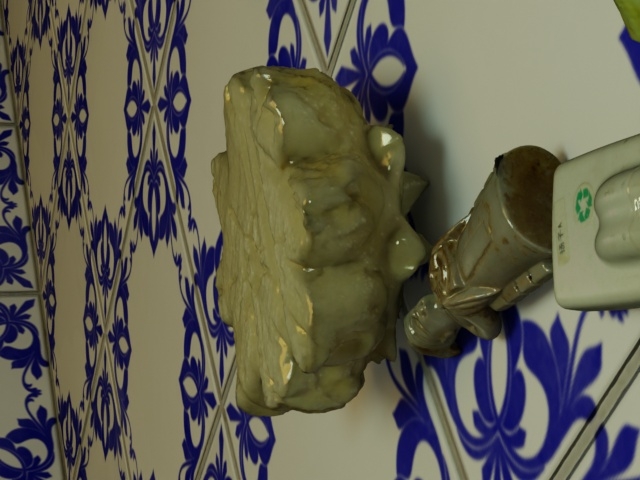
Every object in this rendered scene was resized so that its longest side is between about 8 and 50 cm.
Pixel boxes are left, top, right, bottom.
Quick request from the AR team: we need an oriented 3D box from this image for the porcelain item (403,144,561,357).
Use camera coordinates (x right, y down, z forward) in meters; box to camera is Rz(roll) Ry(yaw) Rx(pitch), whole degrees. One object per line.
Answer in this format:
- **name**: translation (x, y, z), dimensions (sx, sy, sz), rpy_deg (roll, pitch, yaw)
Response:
- **porcelain item**: translation (0.101, 0.021, 0.945), dimensions (0.213, 0.054, 0.084), rpy_deg (121, 145, -58)

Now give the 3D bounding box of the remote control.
- **remote control**: translation (0.177, -0.014, 0.730), dimensions (0.230, 0.049, 0.090), rpy_deg (159, 112, -71)

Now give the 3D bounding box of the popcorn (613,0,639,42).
- **popcorn**: translation (0.165, -0.164, 0.556), dimensions (0.198, 0.212, 0.198), rpy_deg (13, 112, 37)

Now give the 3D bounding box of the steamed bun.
- **steamed bun**: translation (0.000, 0.000, 1.120), dimensions (0.292, 0.137, 0.295), rpy_deg (-137, 43, -63)
